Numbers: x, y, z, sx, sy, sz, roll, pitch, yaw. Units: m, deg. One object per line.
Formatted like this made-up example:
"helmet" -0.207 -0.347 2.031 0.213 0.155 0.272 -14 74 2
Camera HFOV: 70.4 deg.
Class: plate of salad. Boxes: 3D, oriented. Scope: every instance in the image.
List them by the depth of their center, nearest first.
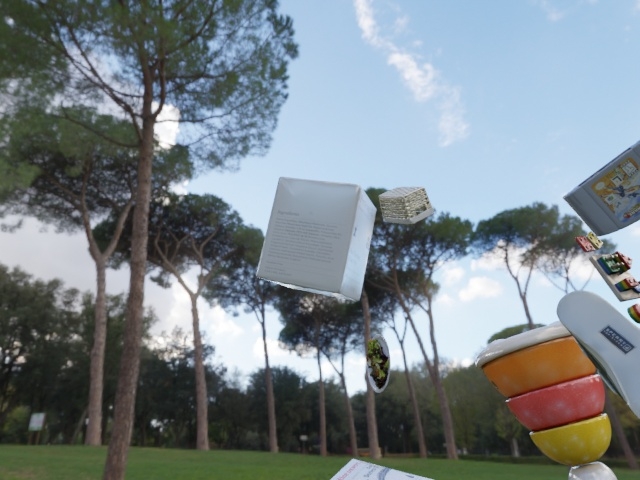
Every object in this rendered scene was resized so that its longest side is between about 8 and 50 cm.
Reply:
"plate of salad" 0.193 0.429 1.589 0.048 0.199 0.200 7 -27 -16

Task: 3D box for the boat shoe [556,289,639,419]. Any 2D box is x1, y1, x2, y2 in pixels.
"boat shoe" 0.368 0.147 0.526 0.078 0.219 0.070 -36 -55 13

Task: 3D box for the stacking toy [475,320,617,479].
"stacking toy" 0.682 0.496 1.275 0.351 0.480 0.350 -11 -28 -6

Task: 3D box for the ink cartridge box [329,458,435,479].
"ink cartridge box" 0.130 0.548 0.938 0.219 0.092 0.160 1 -2 28

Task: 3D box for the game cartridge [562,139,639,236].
"game cartridge" 0.959 -0.158 1.432 0.297 0.198 0.062 -41 -8 17

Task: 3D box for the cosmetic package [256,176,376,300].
"cosmetic package" 0.000 0.000 0.811 0.151 0.183 0.151 9 -9 19

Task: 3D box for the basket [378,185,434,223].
"basket" 0.296 -0.127 1.593 0.113 0.103 0.167 -25 17 -22

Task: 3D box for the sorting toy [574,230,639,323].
"sorting toy" 0.780 0.078 1.178 0.132 0.274 0.046 -1 -35 -33
